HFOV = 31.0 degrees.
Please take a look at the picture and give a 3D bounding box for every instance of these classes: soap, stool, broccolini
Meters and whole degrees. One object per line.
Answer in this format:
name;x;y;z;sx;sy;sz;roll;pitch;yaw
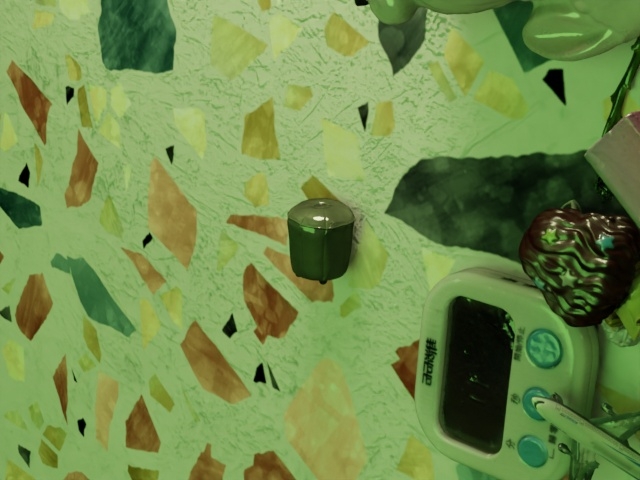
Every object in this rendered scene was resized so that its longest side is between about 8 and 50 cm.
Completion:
soap;0.410;-0.024;1.187;0.081;0.181;0.259;-48;66;39
stool;0.000;0.000;1.644;0.096;0.096;0.110;23;120;38
broccolini;0.340;-0.140;1.324;0.052;0.054;0.194;27;117;58

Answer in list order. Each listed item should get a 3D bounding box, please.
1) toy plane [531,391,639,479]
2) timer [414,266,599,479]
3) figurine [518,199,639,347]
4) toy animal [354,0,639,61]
toy plane;0.337;0.242;1.344;0.226;0.058;0.226;38;118;-1
timer;0.235;0.169;1.461;0.237;0.087;0.262;17;111;39
figurine;0.336;0.050;1.301;0.240;0.116;0.175;33;122;13
toy animal;0.238;-0.314;1.294;0.357;0.194;0.258;31;110;26
